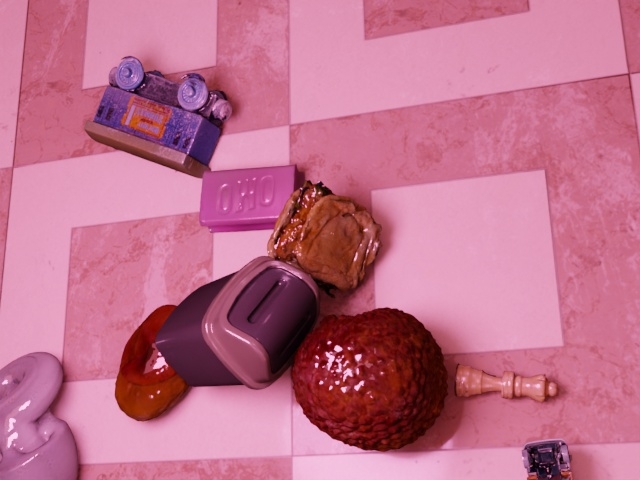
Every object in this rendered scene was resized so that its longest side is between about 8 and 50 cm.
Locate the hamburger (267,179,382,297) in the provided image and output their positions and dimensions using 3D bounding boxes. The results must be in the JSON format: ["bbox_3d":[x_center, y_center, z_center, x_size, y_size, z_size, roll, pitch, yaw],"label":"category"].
[{"bbox_3d":[0.000,0.000,1.620,0.130,0.206,0.183,9,73,58],"label":"hamburger"}]

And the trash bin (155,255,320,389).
[{"bbox_3d":[-0.143,0.151,1.543,0.290,0.182,0.209,-18,28,49],"label":"trash bin"}]

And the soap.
[{"bbox_3d":[-0.135,-0.082,1.751,0.203,0.065,0.122,-3,73,17],"label":"soap"}]

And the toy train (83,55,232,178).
[{"bbox_3d":[-0.334,-0.259,1.844,0.300,0.131,0.201,20,88,23],"label":"toy train"}]

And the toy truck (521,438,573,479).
[{"bbox_3d":[0.376,0.419,1.408,0.080,0.115,0.177,-11,48,15],"label":"toy truck"}]

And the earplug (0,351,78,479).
[{"bbox_3d":[-0.573,0.366,1.711,0.214,0.175,0.325,-29,57,10],"label":"earplug"}]

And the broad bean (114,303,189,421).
[{"bbox_3d":[-0.314,0.233,1.682,0.156,0.122,0.228,28,80,20],"label":"broad bean"}]

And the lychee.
[{"bbox_3d":[0.081,0.233,1.483,0.261,0.260,0.260,-5,72,17],"label":"lychee"}]

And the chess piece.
[{"bbox_3d":[0.318,0.247,1.508,0.172,0.060,0.060,2,74,16],"label":"chess piece"}]
